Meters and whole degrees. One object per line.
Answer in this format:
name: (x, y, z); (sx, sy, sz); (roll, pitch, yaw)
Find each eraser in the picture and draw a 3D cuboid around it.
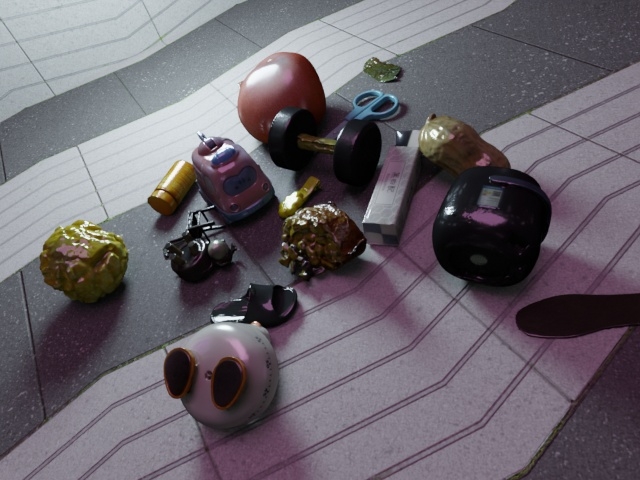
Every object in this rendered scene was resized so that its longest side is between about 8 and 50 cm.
eraser: (0.226, -0.164, 1.420); (0.096, 0.098, 0.404); (7, 52, 23)

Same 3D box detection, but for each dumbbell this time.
dumbbell: (0.013, -0.300, 1.535); (0.322, 0.204, 0.204); (18, 56, 27)

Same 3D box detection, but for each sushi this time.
sushi: (-0.003, 0.000, 1.313); (0.296, 0.167, 0.179); (31, 41, 30)

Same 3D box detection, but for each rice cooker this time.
rice cooker: (0.397, -0.026, 1.132); (0.267, 0.267, 0.225); (10, 53, 26)

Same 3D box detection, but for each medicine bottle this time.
medicine bottle: (-0.514, -0.187, 1.692); (0.096, 0.096, 0.192); (6, 51, 23)

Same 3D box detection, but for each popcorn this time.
popcorn: (-0.706, 0.070, 1.450); (0.249, 0.225, 0.249); (3, 49, -3)

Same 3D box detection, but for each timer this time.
timer: (-0.200, 0.299, 1.098); (0.233, 0.240, 0.234); (-5, 77, 21)

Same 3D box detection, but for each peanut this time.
peanut: (0.399, -0.248, 1.366); (0.291, 0.143, 0.159); (43, 26, 16)

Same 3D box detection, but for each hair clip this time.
hair clip: (-0.066, -0.133, 1.526); (0.173, 0.046, 0.072); (-42, 45, -18)

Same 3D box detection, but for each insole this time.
insole: (0.598, 0.159, 1.057); (0.327, 0.007, 0.111); (-8, 48, 12)

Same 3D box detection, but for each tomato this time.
tomato: (-0.150, -0.526, 1.761); (0.341, 0.273, 0.342); (-9, 46, 10)

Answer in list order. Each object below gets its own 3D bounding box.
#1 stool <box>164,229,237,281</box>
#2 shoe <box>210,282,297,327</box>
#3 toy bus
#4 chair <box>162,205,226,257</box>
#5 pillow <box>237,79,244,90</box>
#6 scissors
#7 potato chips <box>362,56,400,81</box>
stool: (-0.354, 0.042, 1.413); (0.217, 0.121, 0.125); (-13, 44, 14)
shoe: (-0.182, 0.167, 1.254); (0.240, 0.093, 0.108); (-13, 44, 9)
toy bus: (-0.298, -0.215, 1.549); (0.197, 0.232, 0.294); (-35, 46, -14)
chair: (-0.411, -0.025, 1.503); (0.212, 0.102, 0.084); (-13, 45, 5)
pillow: (-0.258, -0.621, 2.024); (0.171, 0.075, 0.179); (-13, 48, -1)
scissors: (0.085, -0.406, 1.742); (0.447, 0.029, 0.192); (-40, 48, -16)
potato chips: (0.252, -0.693, 1.958); (0.142, 0.026, 0.209); (-16, 46, 1)
